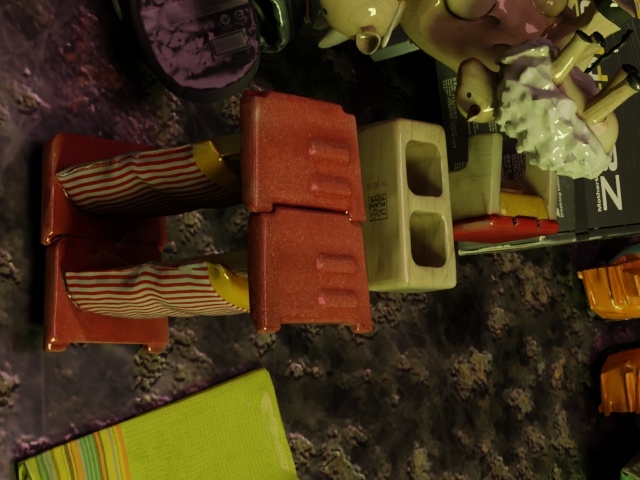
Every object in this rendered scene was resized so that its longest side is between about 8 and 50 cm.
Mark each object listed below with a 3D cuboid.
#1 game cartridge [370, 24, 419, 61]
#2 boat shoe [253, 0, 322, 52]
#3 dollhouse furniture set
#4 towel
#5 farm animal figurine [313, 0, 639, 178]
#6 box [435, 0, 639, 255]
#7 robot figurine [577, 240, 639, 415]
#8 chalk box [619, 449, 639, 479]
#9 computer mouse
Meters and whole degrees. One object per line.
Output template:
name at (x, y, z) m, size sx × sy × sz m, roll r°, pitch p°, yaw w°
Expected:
game cartridge at (0.072, -0.185, 1.312) m, size 0.017 × 0.056 × 0.083 m, roll 58°, pitch 40°, yaw -32°
boat shoe at (-0.048, -0.240, 1.196) m, size 0.083 × 0.065 × 0.183 m, roll -44°, pitch 116°, yaw -44°
dollhouse furniture set at (0.000, 0.000, 1.124) m, size 0.374 × 0.201 × 0.152 m, roll 5°, pitch 80°, yaw -51°
towel at (-0.109, 0.170, 1.104) m, size 0.237 × 0.021 × 0.102 m, roll -18°, pitch 97°, yaw -45°
farm animal figurine at (0.082, -0.206, 1.154) m, size 0.326 × 0.172 × 0.330 m, roll 38°, pitch 31°, yaw -16°
box at (0.208, -0.193, 1.390) m, size 0.318 × 0.097 × 0.395 m, roll -4°, pitch 87°, yaw -55°
robot figurine at (0.373, 0.079, 1.549) m, size 0.291 × 0.085 × 0.211 m, roll -11°, pitch 92°, yaw -45°
chalk box at (0.430, 0.289, 1.398) m, size 0.180 × 0.289 × 0.179 m, roll -34°, pitch 138°, yaw -41°
computer mouse at (-0.094, -0.238, 1.143) m, size 0.184 × 0.060 × 0.262 m, roll -27°, pitch 94°, yaw -25°
